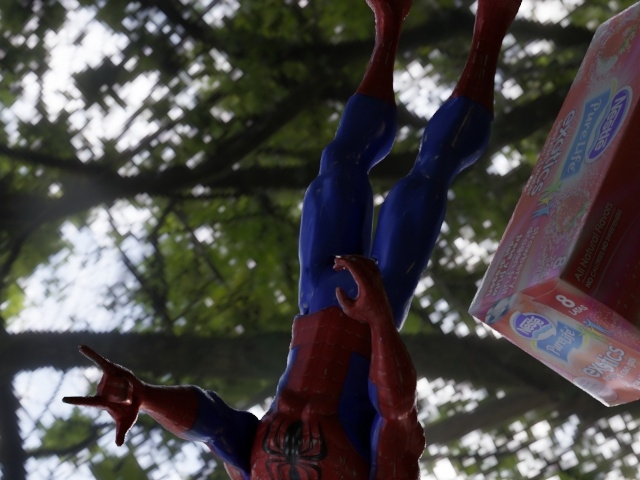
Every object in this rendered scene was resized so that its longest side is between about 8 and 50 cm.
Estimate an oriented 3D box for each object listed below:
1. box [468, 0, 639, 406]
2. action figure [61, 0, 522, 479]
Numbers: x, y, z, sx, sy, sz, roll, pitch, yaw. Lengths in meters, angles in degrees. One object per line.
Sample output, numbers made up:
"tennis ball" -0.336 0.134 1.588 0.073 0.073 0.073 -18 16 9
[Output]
"box" 0.260 -0.040 1.208 0.154 0.142 0.300 34 -115 -12
"action figure" 0.000 0.000 0.581 0.139 0.091 0.280 40 -122 -56
